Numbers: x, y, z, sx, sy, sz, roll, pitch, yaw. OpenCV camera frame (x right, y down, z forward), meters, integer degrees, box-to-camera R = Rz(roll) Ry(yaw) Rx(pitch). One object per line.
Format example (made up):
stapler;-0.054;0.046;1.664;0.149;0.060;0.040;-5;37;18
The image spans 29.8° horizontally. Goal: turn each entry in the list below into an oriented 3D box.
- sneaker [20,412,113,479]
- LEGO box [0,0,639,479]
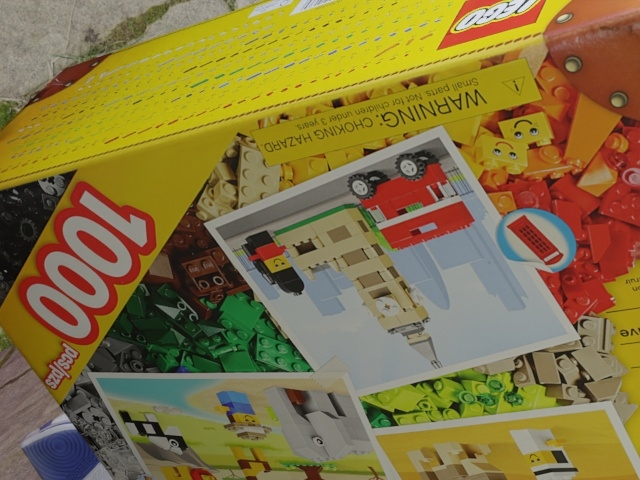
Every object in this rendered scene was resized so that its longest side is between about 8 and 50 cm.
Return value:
sneaker;-0.226;0.236;1.622;0.315;0.127;0.182;-25;10;11
LEGO box;0.056;0.030;0.778;0.500;0.372;0.193;-12;30;33
